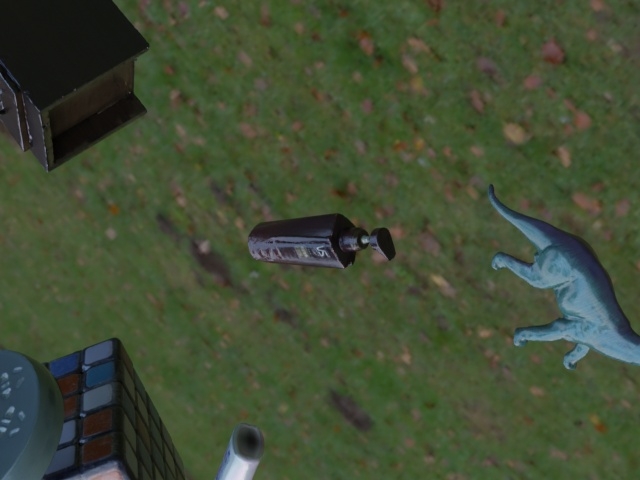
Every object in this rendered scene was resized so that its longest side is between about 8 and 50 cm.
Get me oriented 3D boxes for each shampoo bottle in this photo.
[{"bbox_3d":[0.000,0.003,1.627,0.236,0.067,0.068,-2,147,43],"label":"shampoo bottle"},{"bbox_3d":[-0.104,0.287,1.439,0.043,0.072,0.099,16,118,-10],"label":"shampoo bottle"}]

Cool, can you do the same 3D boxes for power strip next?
[{"bbox_3d":[-0.399,0.254,1.410,0.167,0.253,0.054,-3,147,35],"label":"power strip"}]

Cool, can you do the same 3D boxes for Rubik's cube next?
[{"bbox_3d":[-0.365,0.365,1.659,0.293,0.291,0.287,-106,-4,-58],"label":"Rubik's cube"}]

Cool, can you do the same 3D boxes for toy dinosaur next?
[{"bbox_3d":[0.420,0.058,1.695,0.331,0.129,0.384,-21,90,54],"label":"toy dinosaur"}]

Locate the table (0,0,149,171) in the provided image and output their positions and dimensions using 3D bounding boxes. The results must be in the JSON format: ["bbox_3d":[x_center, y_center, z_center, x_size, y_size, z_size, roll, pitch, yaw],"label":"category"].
[{"bbox_3d":[-0.333,-0.221,1.397,0.193,0.172,0.169,50,159,11],"label":"table"}]
